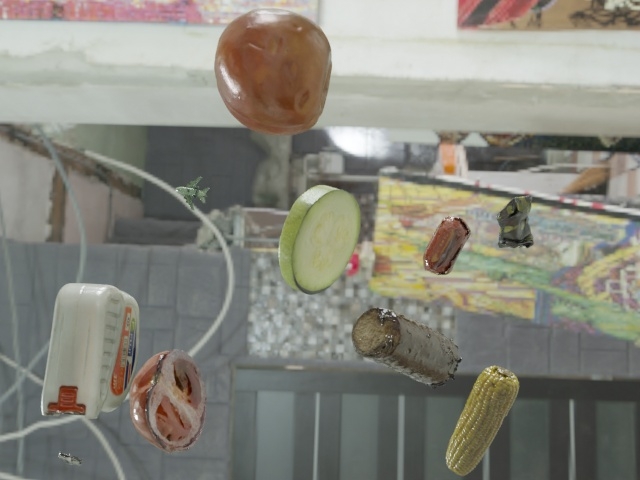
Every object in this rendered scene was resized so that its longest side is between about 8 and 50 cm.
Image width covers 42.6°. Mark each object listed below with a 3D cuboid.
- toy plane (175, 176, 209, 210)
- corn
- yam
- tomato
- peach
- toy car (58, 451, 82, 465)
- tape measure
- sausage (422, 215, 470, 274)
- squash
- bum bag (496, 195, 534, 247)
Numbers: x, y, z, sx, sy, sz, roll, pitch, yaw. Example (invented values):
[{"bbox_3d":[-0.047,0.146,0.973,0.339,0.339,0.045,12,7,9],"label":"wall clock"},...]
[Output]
[{"bbox_3d":[-0.302,-0.113,1.918,0.033,0.083,0.080,39,-116,-79],"label":"toy plane"},{"bbox_3d":[0.302,0.342,1.562,0.080,0.080,0.231,-83,15,-70],"label":"corn"},{"bbox_3d":[0.188,0.225,1.734,0.280,0.131,0.131,30,-126,-47],"label":"yam"},{"bbox_3d":[-0.348,0.363,1.814,0.199,0.112,0.228,57,-147,-32],"label":"tomato"},{"bbox_3d":[-0.129,-0.441,2.149,0.343,0.302,0.342,11,-90,-88],"label":"peach"},{"bbox_3d":[-0.672,0.586,2.197,0.093,0.041,0.025,63,-136,-65],"label":"toy car"},{"bbox_3d":[-0.457,0.221,1.642,0.265,0.130,0.258,64,-152,-78],"label":"tape measure"},{"bbox_3d":[0.276,0.011,1.799,0.076,0.076,0.141,-81,14,-74],"label":"sausage"},{"bbox_3d":[0.000,0.000,1.858,0.252,0.049,0.252,-31,-49,-44],"label":"squash"},{"bbox_3d":[0.524,-0.044,2.203,0.232,0.107,0.060,65,179,-53],"label":"bum bag"}]
